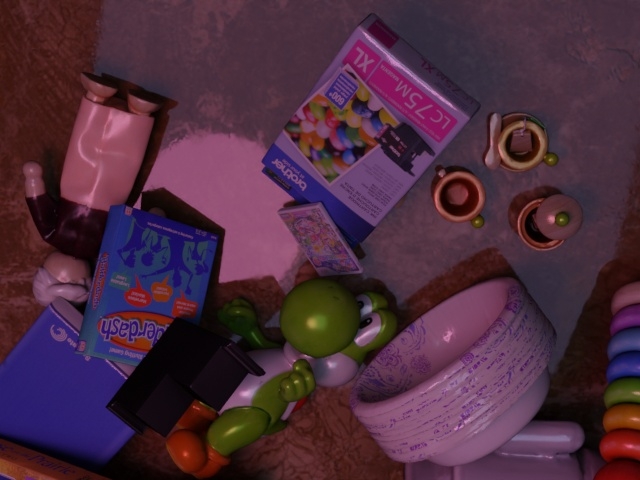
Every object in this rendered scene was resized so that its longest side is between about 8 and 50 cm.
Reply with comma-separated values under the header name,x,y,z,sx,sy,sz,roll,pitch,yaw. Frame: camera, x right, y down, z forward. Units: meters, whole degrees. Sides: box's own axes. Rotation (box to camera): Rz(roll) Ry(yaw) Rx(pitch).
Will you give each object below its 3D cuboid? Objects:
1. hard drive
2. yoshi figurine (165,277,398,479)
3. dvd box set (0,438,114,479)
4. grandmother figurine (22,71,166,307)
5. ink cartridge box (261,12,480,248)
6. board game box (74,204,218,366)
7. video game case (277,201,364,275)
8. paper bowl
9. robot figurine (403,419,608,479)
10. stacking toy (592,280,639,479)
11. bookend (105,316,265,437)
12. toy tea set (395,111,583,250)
name,x,y,z,sx,sy,sz,roll,pitch,yaw
hard drive,-0.393,0.259,1.527,0.210,0.040,0.319,42,114,-1
yoshi figurine,-0.071,0.166,1.466,0.362,0.203,0.203,-34,88,5
dvd box set,-0.481,0.435,1.503,0.420,0.062,0.308,11,100,28
grandmother figurine,-0.325,-0.052,1.496,0.208,0.104,0.342,22,102,-2
ink cartridge box,0.048,-0.127,1.404,0.186,0.065,0.311,40,130,0
board game box,-0.239,0.072,1.458,0.160,0.047,0.210,18,78,-37
video game case,0.000,0.000,1.479,0.087,0.011,0.122,-7,125,47
paper bowl,0.190,0.188,1.403,0.284,0.284,0.148,-37,97,8
robot figurine,0.290,0.383,1.467,0.353,0.200,0.300,5,113,3
stacking toy,0.432,0.223,1.386,0.141,0.141,0.330,19,62,1
bookend,-0.179,0.195,1.377,0.072,0.157,0.156,48,70,-31
toy tea set,0.211,-0.104,1.439,0.336,0.124,0.200,19,99,1
